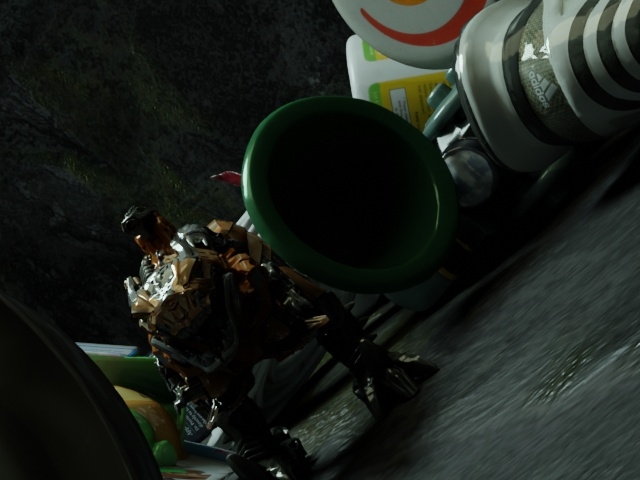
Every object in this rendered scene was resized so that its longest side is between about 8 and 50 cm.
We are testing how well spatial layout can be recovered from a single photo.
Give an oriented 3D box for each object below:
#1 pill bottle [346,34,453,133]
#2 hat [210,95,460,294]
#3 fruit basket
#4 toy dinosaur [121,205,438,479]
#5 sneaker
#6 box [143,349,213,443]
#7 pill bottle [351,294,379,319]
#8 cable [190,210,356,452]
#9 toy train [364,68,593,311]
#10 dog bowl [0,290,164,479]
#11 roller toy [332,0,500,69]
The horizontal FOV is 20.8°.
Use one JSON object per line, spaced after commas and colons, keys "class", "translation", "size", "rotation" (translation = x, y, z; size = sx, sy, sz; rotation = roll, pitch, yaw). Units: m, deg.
{"class": "pill bottle", "translation": [0.156, -0.156, 1.725], "size": [0.246, 0.136, 0.136], "rotation": [-9, 6, 5]}
{"class": "hat", "translation": [0.000, 0.000, 1.381], "size": [0.183, 0.173, 0.208], "rotation": [118, 165, -51]}
{"class": "fruit basket", "translation": [-0.224, 0.146, 1.287], "size": [0.353, 0.327, 0.165], "rotation": [60, -146, -80]}
{"class": "toy dinosaur", "translation": [-0.049, 0.052, 1.201], "size": [0.164, 0.218, 0.322], "rotation": [-40, 3, 24]}
{"class": "sneaker", "translation": [0.313, -0.195, 1.336], "size": [0.257, 0.169, 0.447], "rotation": [-16, 15, 40]}
{"class": "box", "translation": [-0.180, 0.187, 1.972], "size": [0.207, 0.108, 0.153], "rotation": [-41, 3, 3]}
{"class": "pill bottle", "translation": [0.003, 0.050, 1.790], "size": [0.169, 0.094, 0.094], "rotation": [-38, 4, 45]}
{"class": "cable", "translation": [-0.036, 0.051, 1.563], "size": [0.257, 0.089, 0.257], "rotation": [-35, -29, -59]}
{"class": "toy train", "translation": [0.132, -0.064, 1.518], "size": [0.190, 0.142, 0.334], "rotation": [-50, -1, 23]}
{"class": "dog bowl", "translation": [-0.221, 0.162, 0.785], "size": [0.349, 0.349, 0.102], "rotation": [-40, -10, 9]}
{"class": "roller toy", "translation": [0.107, -0.251, 1.457], "size": [0.209, 0.191, 0.146], "rotation": [11, 29, 30]}
